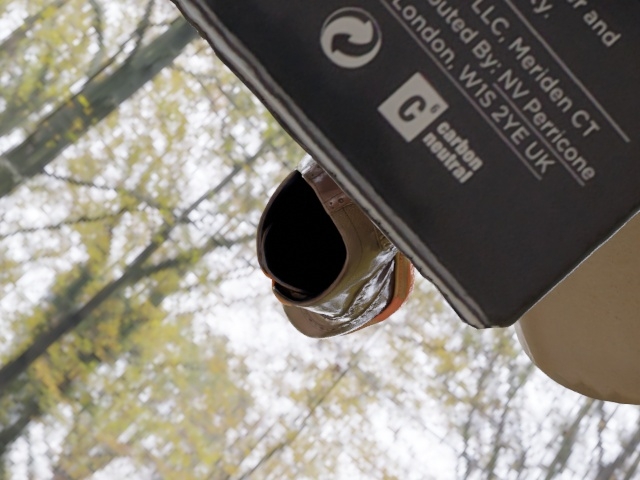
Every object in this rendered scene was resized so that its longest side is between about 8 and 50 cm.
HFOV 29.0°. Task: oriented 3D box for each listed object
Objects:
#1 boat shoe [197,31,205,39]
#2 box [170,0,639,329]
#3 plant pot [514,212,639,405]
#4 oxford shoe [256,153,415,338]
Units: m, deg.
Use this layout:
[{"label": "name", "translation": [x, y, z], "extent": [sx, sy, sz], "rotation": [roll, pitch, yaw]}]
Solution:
[{"label": "boat shoe", "translation": [-0.084, -0.283, 1.189], "extent": [0.065, 0.206, 0.075], "rotation": [-15, -29, 41]}, {"label": "box", "translation": [0.123, -0.194, 0.507], "extent": [0.212, 0.395, 0.293], "rotation": [47, 5, -9]}, {"label": "plant pot", "translation": [0.222, -0.069, 0.889], "extent": [0.256, 0.256, 0.274], "rotation": [9, -41, 41]}, {"label": "oxford shoe", "translation": [0.000, 0.000, 0.954], "extent": [0.130, 0.133, 0.363], "rotation": [54, -23, 15]}]
